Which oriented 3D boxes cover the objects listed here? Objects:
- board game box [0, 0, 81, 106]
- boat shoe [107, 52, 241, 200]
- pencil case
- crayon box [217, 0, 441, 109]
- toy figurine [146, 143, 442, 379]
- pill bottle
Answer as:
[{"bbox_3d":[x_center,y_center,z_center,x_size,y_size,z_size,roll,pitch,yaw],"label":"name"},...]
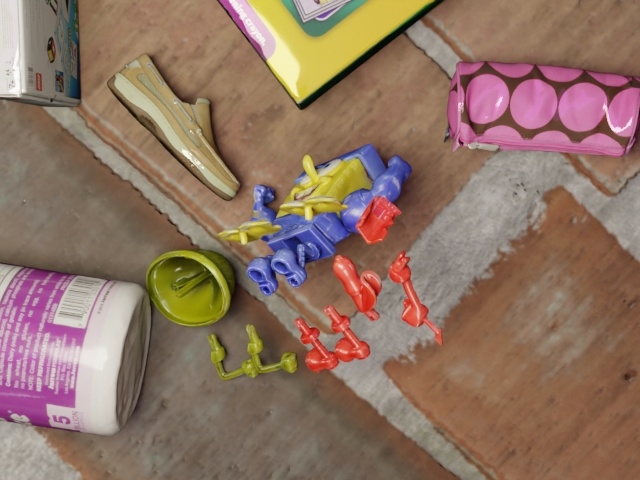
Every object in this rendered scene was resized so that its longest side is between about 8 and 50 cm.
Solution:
[{"bbox_3d":[-0.299,-0.293,0.906,0.053,0.193,0.305,-1,95,1],"label":"board game box"},{"bbox_3d":[-0.147,-0.130,0.986,0.072,0.068,0.190,-44,93,-7],"label":"boat shoe"},{"bbox_3d":[0.242,-0.137,0.964,0.209,0.095,0.098,3,65,1],"label":"pencil case"},{"bbox_3d":[-0.007,-0.378,0.937,0.313,0.106,0.363,-37,93,3],"label":"crayon box"},{"bbox_3d":[0.000,0.000,0.966,0.362,0.217,0.191,-21,115,45],"label":"toy figurine"},{"bbox_3d":[-0.347,0.107,0.957,0.301,0.169,0.169,8,96,1],"label":"pill bottle"}]
